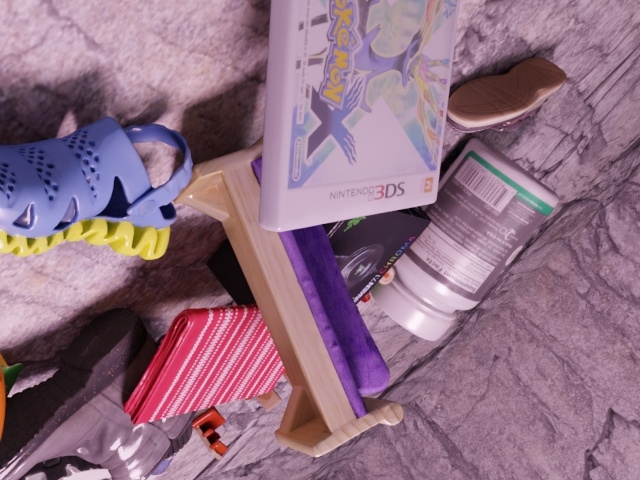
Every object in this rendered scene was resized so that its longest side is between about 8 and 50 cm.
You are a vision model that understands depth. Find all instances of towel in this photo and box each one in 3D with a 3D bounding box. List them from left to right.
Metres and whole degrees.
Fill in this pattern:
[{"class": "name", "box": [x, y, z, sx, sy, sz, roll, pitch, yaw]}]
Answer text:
[{"class": "towel", "box": [-0.125, 0.159, 1.023, 0.275, 0.031, 0.198, 0, 130, -51]}]

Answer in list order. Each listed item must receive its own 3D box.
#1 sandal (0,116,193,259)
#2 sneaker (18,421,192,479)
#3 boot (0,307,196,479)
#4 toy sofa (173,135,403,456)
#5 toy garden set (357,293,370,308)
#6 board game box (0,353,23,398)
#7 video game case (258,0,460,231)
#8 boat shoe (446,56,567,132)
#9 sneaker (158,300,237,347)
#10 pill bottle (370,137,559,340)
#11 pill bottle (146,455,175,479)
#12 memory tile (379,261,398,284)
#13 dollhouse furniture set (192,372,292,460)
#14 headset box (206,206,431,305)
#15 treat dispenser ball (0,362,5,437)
[{"class": "sandal", "box": [-0.232, -0.065, 0.700, 0.138, 0.126, 0.317, -52, 163, 15]}, {"class": "sneaker", "box": [-0.366, 0.323, 1.145, 0.331, 0.122, 0.146, -12, 163, -14]}, {"class": "boot", "box": [-0.314, 0.275, 0.983, 0.338, 0.118, 0.222, -42, 129, -24]}, {"class": "toy sofa", "box": [-0.022, 0.055, 0.881, 0.177, 0.362, 0.150, -23, 180, -23]}, {"class": "toy garden set", "box": [0.060, 0.075, 1.454, 0.204, 0.049, 0.244, -38, 150, -31]}, {"class": "board game box", "box": [-0.490, 0.202, 0.862, 0.260, 0.039, 0.124, -6, 139, -51]}, {"class": "video game case", "box": [0.056, -0.188, 0.810, 0.300, 0.036, 0.328, -12, 112, -48]}, {"class": "boat shoe", "box": [0.312, -0.230, 1.248, 0.285, 0.103, 0.092, -31, 150, -36]}, {"class": "sneaker", "box": [-0.151, 0.182, 1.244, 0.252, 0.111, 0.103, -27, 153, -30]}, {"class": "pill bottle", "box": [0.265, 0.002, 1.410, 0.361, 0.204, 0.204, -54, 154, 16]}, {"class": "pill bottle", "box": [-0.327, 0.426, 1.459, 0.067, 0.067, 0.120, -11, 143, -49]}, {"class": "memory tile", "box": [0.107, 0.007, 1.336, 0.113, 0.012, 0.147, 12, 100, -31]}, {"class": "dollhouse furniture set", "box": [-0.134, 0.285, 1.419, 0.259, 0.135, 0.262, -37, 156, -10]}, {"class": "headset box", "box": [0.000, 0.000, 1.132, 0.246, 0.131, 0.283, -49, 154, 17]}, {"class": "treat dispenser ball", "box": [-0.399, 0.134, 0.565, 0.288, 0.288, 0.288, -33, 155, -18]}]
